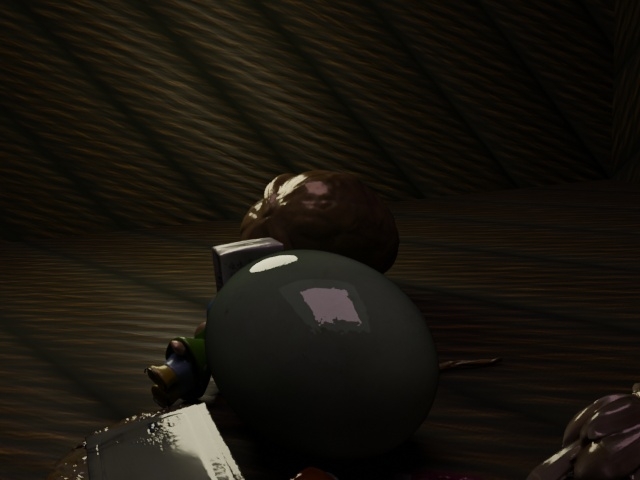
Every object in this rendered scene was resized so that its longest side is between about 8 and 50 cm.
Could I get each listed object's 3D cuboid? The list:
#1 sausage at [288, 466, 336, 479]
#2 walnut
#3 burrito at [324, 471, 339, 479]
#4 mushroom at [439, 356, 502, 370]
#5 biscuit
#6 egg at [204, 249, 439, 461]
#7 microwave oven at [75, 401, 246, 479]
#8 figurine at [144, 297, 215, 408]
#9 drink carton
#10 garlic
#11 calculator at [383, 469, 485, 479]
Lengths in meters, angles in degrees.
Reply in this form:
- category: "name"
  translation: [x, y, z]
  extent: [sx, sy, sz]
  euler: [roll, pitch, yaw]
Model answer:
- category: "sausage"
  translation: [0.035, 0.290, 0.502]
  extent: [0.197, 0.076, 0.076]
  euler: [38, 35, 29]
- category: "walnut"
  translation: [0.000, 0.000, 1.347]
  extent: [0.381, 0.381, 0.381]
  euler: [-5, 12, 1]
- category: "burrito"
  translation: [-0.010, 0.313, 0.580]
  extent: [0.064, 0.064, 0.203]
  euler: [-3, 15, 10]
- category: "mushroom"
  translation: [0.181, 0.227, 0.982]
  extent: [0.286, 0.028, 0.026]
  euler: [-5, -30, -2]
- category: "biscuit"
  translation: [-0.285, 0.301, 0.791]
  extent: [0.141, 0.038, 0.290]
  euler: [1, 12, 30]
- category: "egg"
  translation: [-0.008, 0.153, 0.794]
  extent: [0.276, 0.276, 0.389]
  euler: [-14, 17, -35]
- category: "microwave oven"
  translation: [-0.160, 0.287, 0.594]
  extent: [0.163, 0.129, 0.205]
  euler: [-12, 14, -21]
- category: "figurine"
  translation: [-0.181, 0.192, 0.989]
  extent: [0.143, 0.162, 0.263]
  euler: [16, 32, 34]
- category: "drink carton"
  translation: [-0.139, 0.113, 1.152]
  extent: [0.134, 0.222, 0.102]
  euler: [-9, 13, -18]
- category: "garlic"
  translation: [0.321, 0.254, 0.628]
  extent: [0.194, 0.127, 0.131]
  euler: [-31, -7, 1]
- category: "calculator"
  translation: [0.120, 0.309, 0.605]
  extent: [0.127, 0.034, 0.190]
  euler: [-3, 7, 15]
